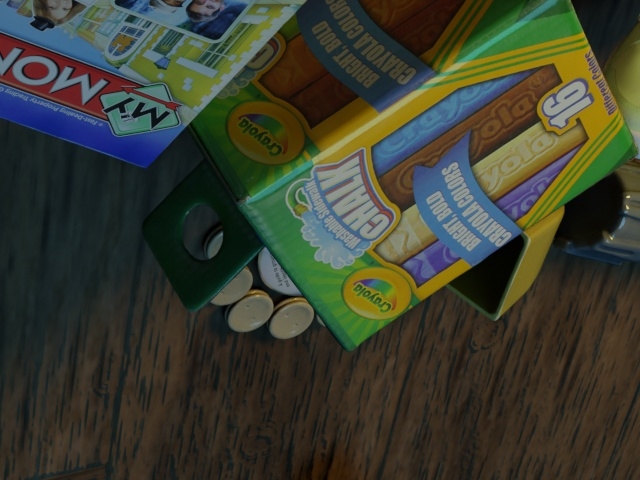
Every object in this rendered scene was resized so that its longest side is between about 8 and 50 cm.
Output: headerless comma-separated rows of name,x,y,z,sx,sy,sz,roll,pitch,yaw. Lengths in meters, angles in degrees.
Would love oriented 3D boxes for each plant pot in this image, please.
plant pot,0.132,-0.007,1.408,0.083,0.081,0.081,-28,146,-45

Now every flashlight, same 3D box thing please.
flashlight,0.314,-0.008,1.505,0.304,0.103,0.103,10,125,-40

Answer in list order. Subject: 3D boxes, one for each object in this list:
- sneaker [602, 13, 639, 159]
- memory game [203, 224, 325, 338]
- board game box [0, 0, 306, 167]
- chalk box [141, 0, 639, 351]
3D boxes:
sneaker,0.254,-0.174,1.257,0.256,0.094,0.151,-50,152,-31
memory game,0.000,0.000,1.382,0.186,0.012,0.186,-18,138,-17
board game box,-0.171,-0.157,0.997,0.317,0.046,0.213,19,137,-30
chalk box,0.014,-0.072,1.190,0.289,0.180,0.179,-34,140,0
